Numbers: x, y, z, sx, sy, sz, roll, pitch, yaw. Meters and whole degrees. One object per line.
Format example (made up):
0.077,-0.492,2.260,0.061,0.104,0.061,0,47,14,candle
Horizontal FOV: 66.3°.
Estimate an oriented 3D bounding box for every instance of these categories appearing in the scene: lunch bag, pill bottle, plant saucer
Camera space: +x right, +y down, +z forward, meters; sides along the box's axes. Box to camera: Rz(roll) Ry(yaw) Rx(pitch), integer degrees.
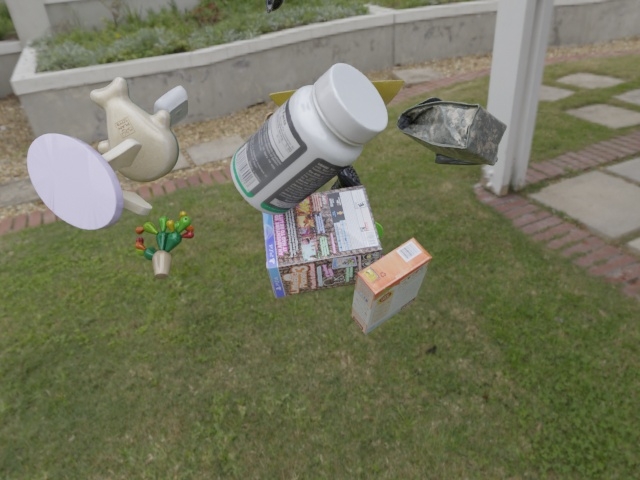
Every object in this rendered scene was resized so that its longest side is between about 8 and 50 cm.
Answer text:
0.421,-0.361,1.611,0.287,0.169,0.235,20,7,41,lunch bag
-0.032,-0.224,1.136,0.361,0.204,0.204,-32,12,39,pill bottle
0.058,-0.466,1.616,0.332,0.081,0.332,7,20,40,plant saucer

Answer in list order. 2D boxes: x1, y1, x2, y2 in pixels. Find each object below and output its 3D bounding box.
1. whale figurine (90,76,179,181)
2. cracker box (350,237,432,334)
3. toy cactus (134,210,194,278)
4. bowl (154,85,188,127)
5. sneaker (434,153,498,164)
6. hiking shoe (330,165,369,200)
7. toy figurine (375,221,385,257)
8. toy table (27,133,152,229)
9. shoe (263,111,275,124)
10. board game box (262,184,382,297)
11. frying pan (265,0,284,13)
-0.493,-0.292,1.316,0.216,0.272,0.141,-28,14,6,whale figurine
0.154,0.110,1.117,0.155,0.232,0.067,-31,63,-18,cracker box
-0.421,0.020,1.320,0.219,0.112,0.181,-20,58,20,toy cactus
-0.531,-0.474,1.774,0.053,0.142,0.142,37,60,7,bowl
0.545,-0.344,1.828,0.227,0.130,0.087,8,11,22,sneaker
0.070,-0.142,1.443,0.114,0.227,0.086,-24,63,9,hiking shoe
0.162,0.050,1.574,0.130,0.173,0.159,-21,50,12,toy figurine
-0.541,-0.137,1.174,0.274,0.252,0.161,49,15,8,toy table
-0.169,-0.382,1.882,0.076,0.219,0.058,-21,21,-24,shoe
0.000,0.000,1.314,0.290,0.141,0.232,-9,51,-1,board game box
-0.120,-0.735,1.286,0.053,0.197,0.326,3,54,-15,frying pan
